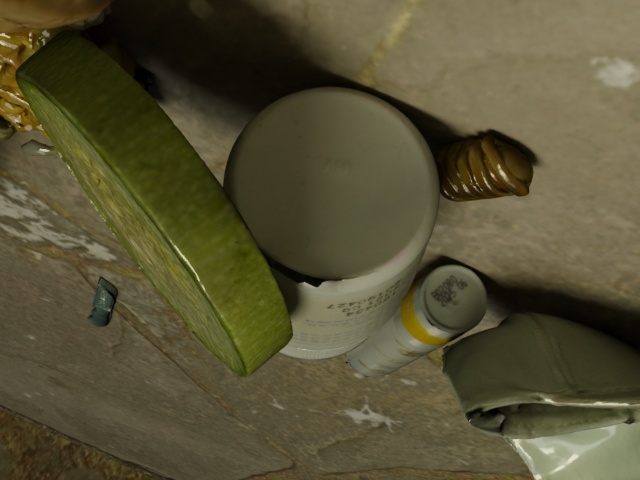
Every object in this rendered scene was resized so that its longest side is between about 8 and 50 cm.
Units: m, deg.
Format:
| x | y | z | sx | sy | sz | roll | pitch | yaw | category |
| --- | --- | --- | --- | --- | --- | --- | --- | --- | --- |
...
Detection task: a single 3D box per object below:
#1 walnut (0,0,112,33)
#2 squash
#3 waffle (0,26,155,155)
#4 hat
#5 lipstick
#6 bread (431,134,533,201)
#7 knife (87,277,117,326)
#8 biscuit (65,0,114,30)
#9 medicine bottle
| x | y | z | sx | sy | sz | roll | pitch | yaw | category |
| --- | --- | --- | --- | --- | --- | --- | --- | --- | --- |
| -0.152 | -0.193 | 0.805 | 0.213 | 0.213 | 0.213 | 22 | 164 | 7 | walnut |
| -0.109 | -0.019 | 1.176 | 0.252 | 0.049 | 0.252 | 49 | 167 | 16 | squash |
| -0.246 | -0.143 | 1.322 | 0.281 | 0.060 | 0.262 | 15 | 159 | 23 | waffle |
| 0.252 | 0.133 | 1.400 | 0.301 | 0.168 | 0.258 | -12 | 135 | 24 | hat |
| 0.076 | 0.072 | 1.541 | 0.059 | 0.059 | 0.264 | 26 | 164 | -7 | lipstick |
| 0.102 | -0.044 | 1.185 | 0.049 | 0.033 | 0.088 | 39 | 160 | -25 | bread |
| -0.249 | 0.075 | 2.079 | 0.028 | 0.015 | 0.210 | 30 | 163 | -2 | knife |
| -0.233 | -0.204 | 1.097 | 0.239 | 0.061 | 0.108 | 24 | 164 | 1 | biscuit |
| 0.000 | 0.000 | 1.269 | 0.143 | 0.143 | 0.258 | 23 | 163 | 3 | medicine bottle |
